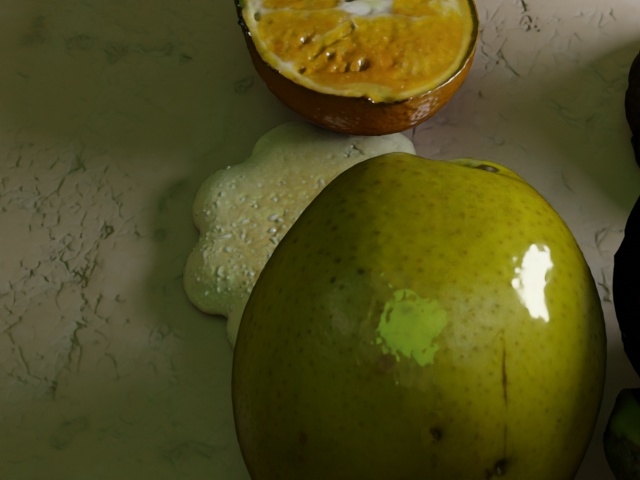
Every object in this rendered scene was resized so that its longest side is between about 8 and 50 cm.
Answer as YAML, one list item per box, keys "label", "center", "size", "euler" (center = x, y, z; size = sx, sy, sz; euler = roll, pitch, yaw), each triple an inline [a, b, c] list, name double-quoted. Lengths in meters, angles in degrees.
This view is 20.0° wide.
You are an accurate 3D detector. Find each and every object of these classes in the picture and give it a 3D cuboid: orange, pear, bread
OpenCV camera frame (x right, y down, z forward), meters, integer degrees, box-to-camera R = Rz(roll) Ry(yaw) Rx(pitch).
- label: "orange"
  center: [0.036, -0.260, 1.964]
  size: [0.274, 0.274, 0.310]
  euler: [-15, 87, -2]
- label: "pear"
  center: [0.095, 0.123, 1.699]
  size: [0.362, 0.362, 0.418]
  euler: [8, 87, 10]
- label: "bread"
  center: [0.000, 0.000, 1.946]
  size: [0.316, 0.054, 0.316]
  euler: [-2, 65, 4]

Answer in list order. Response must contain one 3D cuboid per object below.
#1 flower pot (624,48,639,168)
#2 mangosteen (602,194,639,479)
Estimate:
- label: "flower pot"
  center: [0.453, -0.183, 1.870]
  size: [0.267, 0.267, 0.266]
  euler: [-2, 64, 5]
- label: "mangosteen"
  center: [0.433, 0.071, 1.682]
  size: [0.421, 0.381, 0.381]
  euler: [-49, 63, 21]
